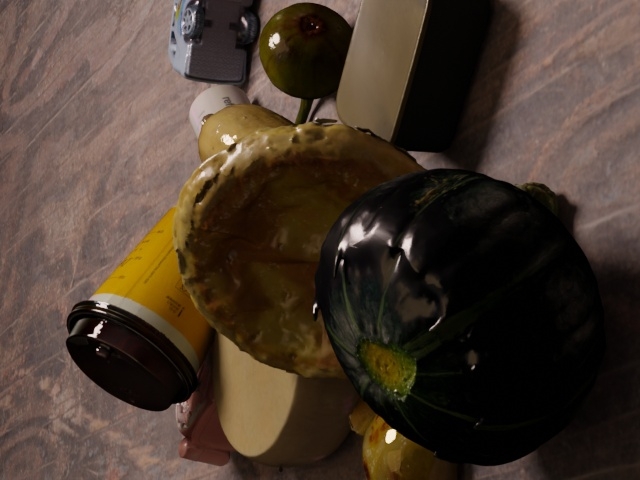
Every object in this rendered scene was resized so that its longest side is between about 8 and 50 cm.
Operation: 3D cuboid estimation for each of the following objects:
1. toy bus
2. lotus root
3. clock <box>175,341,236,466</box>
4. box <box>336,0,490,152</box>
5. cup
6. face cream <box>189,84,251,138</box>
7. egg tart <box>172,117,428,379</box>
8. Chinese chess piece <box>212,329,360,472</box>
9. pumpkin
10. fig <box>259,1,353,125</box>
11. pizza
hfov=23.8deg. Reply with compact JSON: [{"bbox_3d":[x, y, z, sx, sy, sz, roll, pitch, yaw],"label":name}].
[{"bbox_3d":[-0.150,-0.393,2.167,0.136,0.109,0.330,26,110,61],"label":"toy bus"},{"bbox_3d":[-0.049,-0.077,1.876,0.303,0.146,0.131,47,124,35],"label":"lotus root"},{"bbox_3d":[-0.141,0.209,2.106,0.166,0.092,0.162,-62,27,30],"label":"clock"},{"bbox_3d":[0.103,-0.204,1.682,0.144,0.090,0.201,44,125,55],"label":"box"},{"bbox_3d":[-0.205,0.080,2.038,0.196,0.196,0.280,-33,21,57],"label":"cup"},{"bbox_3d":[-0.095,-0.086,2.044,0.092,0.092,0.311,-65,34,35],"label":"face cream"},{"bbox_3d":[0.001,-0.001,1.690,0.132,0.341,0.341,-63,-2,-56],"label":"egg tart"},{"bbox_3d":[-0.043,0.151,1.903,0.273,0.102,0.273,-18,69,60],"label":"Chinese chess piece"},{"bbox_3d":[0.148,0.059,1.449,0.296,0.295,0.296,-13,75,61],"label":"pumpkin"},{"bbox_3d":[-0.015,-0.200,1.924,0.236,0.124,0.124,92,164,-55],"label":"fig"},{"bbox_3d":[0.096,0.209,1.657,0.204,0.080,0.188,-57,40,41],"label":"pizza"}]
